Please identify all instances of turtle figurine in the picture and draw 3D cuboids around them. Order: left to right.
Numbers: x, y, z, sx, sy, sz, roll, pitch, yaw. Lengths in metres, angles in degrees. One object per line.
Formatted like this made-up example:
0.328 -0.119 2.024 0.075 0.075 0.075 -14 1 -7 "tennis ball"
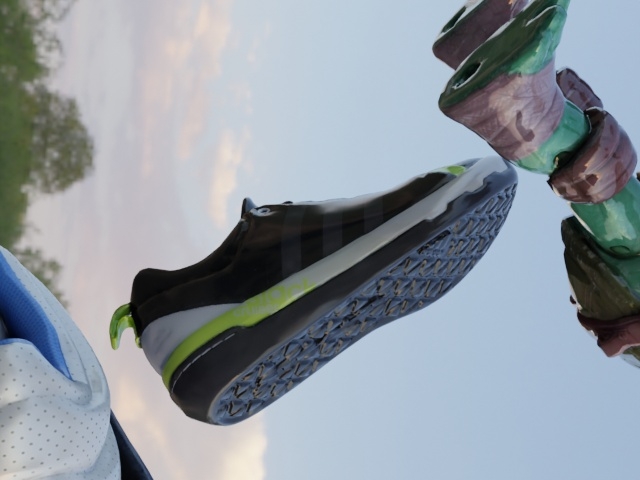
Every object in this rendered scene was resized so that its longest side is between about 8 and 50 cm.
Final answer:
0.143 -0.004 0.421 0.118 0.234 0.175 -49 -165 3 "turtle figurine"

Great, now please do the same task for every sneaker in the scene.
-0.189 0.073 0.516 0.323 0.130 0.236 31 -60 48 "sneaker"
0.000 0.000 0.578 0.097 0.235 0.084 48 -28 25 "sneaker"
